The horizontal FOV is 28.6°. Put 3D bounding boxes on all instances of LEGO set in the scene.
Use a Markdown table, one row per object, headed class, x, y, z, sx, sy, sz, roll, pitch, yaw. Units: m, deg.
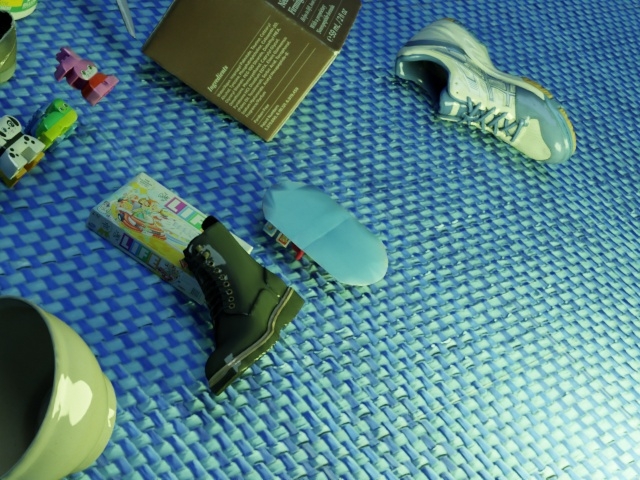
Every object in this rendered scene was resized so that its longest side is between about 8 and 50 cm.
| class | x | y | z | sx | sy | sz | roll | pitch | yaw |
| --- | --- | --- | --- | --- | --- | --- | --- | --- | --- |
| LEGO set | -0.324 | -0.135 | 1.357 | 0.093 | 0.087 | 0.227 | 42 | 34 | -8 |

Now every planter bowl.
| class | x | y | z | sx | sy | sz | roll | pitch | yaw |
| --- | --- | --- | --- | --- | --- | --- | --- | --- | --- |
| planter bowl | -0.240 | 0.138 | 1.040 | 0.109 | 0.162 | 0.162 | 31 | 23 | -50 |

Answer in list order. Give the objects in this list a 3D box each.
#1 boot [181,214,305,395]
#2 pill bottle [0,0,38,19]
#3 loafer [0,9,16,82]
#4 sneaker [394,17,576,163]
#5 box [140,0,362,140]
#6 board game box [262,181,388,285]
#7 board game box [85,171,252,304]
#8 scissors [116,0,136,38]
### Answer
| class | x | y | z | sx | sy | sz | roll | pitch | yaw |
| --- | --- | --- | --- | --- | --- | --- | --- | --- | --- |
| boot | -0.104 | 0.062 | 1.254 | 0.137 | 0.077 | 0.198 | 47 | 22 | -5 |
| pill bottle | -0.377 | -0.384 | 1.528 | 0.117 | 0.208 | 0.117 | 19 | 36 | -14 |
| loafer | -0.428 | -0.205 | 1.374 | 0.094 | 0.087 | 0.251 | 37 | 35 | 11 |
| sneaker | 0.233 | -0.196 | 1.836 | 0.296 | 0.112 | 0.131 | 41 | 54 | 19 |
| box | -0.085 | -0.273 | 1.606 | 0.203 | 0.167 | 0.168 | 35 | 35 | -10 |
| board game box | 0.000 | 0.000 | 1.469 | 0.168 | 0.033 | 0.133 | 41 | 31 | 8 |
| board game box | -0.163 | -0.004 | 1.363 | 0.154 | 0.026 | 0.103 | 34 | 35 | 7 |
| scissors | -0.281 | -0.392 | 1.642 | 0.297 | 0.021 | 0.109 | 61 | 24 | 7 |
